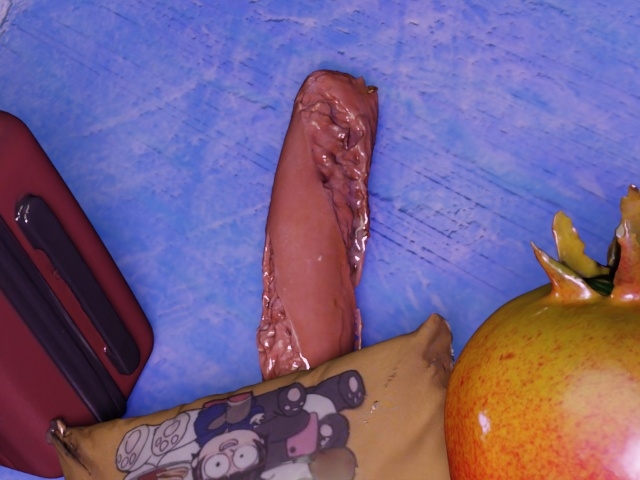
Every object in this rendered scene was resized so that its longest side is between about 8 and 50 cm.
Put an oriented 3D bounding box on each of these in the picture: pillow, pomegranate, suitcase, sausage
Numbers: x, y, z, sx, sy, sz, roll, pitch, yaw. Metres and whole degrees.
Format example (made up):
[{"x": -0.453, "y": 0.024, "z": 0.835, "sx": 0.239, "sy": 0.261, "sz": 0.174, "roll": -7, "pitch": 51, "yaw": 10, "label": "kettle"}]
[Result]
[{"x": -0.025, "y": 0.222, "z": 0.953, "sx": 0.310, "sy": 0.119, "sz": 0.312, "roll": -15, "pitch": 63, "yaw": 8, "label": "pillow"}, {"x": 0.179, "y": 0.098, "z": 0.857, "sx": 0.220, "sy": 0.221, "sz": 0.257, "roll": 2, "pitch": 103, "yaw": 24, "label": "pomegranate"}, {"x": -0.273, "y": 0.031, "z": 1.079, "sx": 0.236, "sy": 0.297, "sz": 0.161, "roll": 14, "pitch": 57, "yaw": 29, "label": "suitcase"}, {"x": -0.001, "y": -0.002, "z": 1.119, "sx": 0.079, "sy": 0.087, "sz": 0.327, "roll": -16, "pitch": 52, "yaw": 31, "label": "sausage"}]
